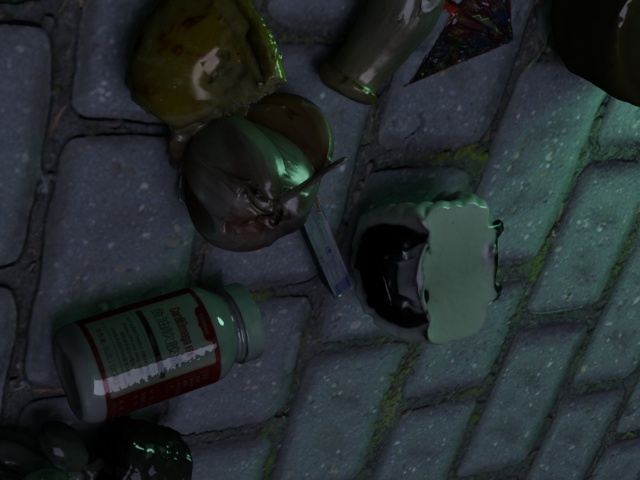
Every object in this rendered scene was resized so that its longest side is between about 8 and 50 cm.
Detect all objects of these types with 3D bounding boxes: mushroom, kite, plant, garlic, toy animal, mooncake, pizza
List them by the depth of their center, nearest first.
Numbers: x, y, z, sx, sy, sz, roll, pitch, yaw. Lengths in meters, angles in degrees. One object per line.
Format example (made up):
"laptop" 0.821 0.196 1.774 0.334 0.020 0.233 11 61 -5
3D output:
"pizza" -0.133 -0.191 1.109 0.080 0.204 0.188 5 125 -50
"garlic" -0.078 -0.103 1.217 0.207 0.256 0.207 3 80 -19
"mushroom" 0.092 -0.277 1.278 0.247 0.096 0.108 -59 160 20
"plant" -0.312 0.307 1.396 0.274 0.146 0.149 10 96 -39
"kite" 0.198 -0.291 1.404 0.189 0.009 0.232 16 111 -43
"mooncake" 0.461 -0.332 1.460 0.284 0.155 0.285 -18 130 -23
"toy animal" 0.152 0.028 1.506 0.204 0.156 0.208 -13 111 -30

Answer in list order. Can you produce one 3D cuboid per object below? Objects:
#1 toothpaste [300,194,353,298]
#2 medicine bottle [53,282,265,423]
"toothpaste" 0.000 0.000 1.453 0.040 0.047 0.196 -31 135 -8
"medicine bottle" -0.205 0.138 1.347 0.250 0.131 0.131 -17 130 -25
